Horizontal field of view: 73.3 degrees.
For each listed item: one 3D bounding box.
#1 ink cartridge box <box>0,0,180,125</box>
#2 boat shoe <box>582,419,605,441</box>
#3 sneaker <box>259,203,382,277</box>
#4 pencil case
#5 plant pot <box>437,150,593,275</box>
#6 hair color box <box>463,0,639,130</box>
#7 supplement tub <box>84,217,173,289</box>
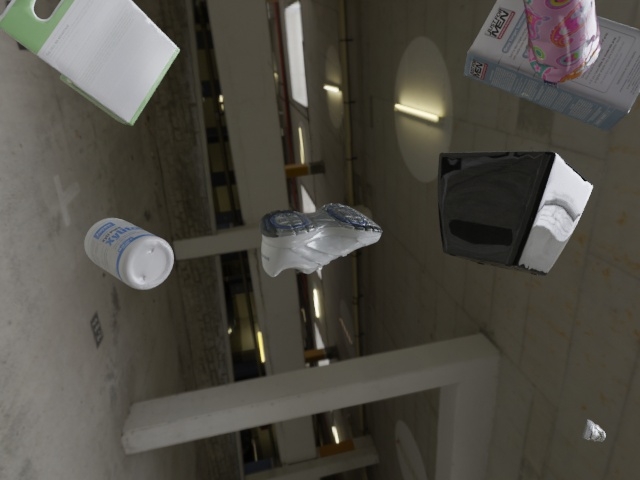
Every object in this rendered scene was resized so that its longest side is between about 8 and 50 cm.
[{"bbox_3d":[-0.361,-0.323,0.691,0.056,0.171,0.235,24,-9,35],"label":"ink cartridge box"},{"bbox_3d":[0.515,0.360,0.807,0.100,0.035,0.035,33,74,-53],"label":"boat shoe"},{"bbox_3d":[0.000,0.000,0.909,0.111,0.296,0.130,48,-46,45],"label":"sneaker"},{"bbox_3d":[0.381,-0.377,0.694,0.284,0.124,0.124,28,43,-54],"label":"pencil case"},{"bbox_3d":[0.306,-0.039,0.716,0.187,0.188,0.167,13,-90,49],"label":"plant pot"},{"bbox_3d":[0.560,-0.432,1.024,0.186,0.374,0.113,-61,165,-1],"label":"hair color box"},{"bbox_3d":[-0.249,0.016,0.559,0.107,0.071,0.071,19,-53,34],"label":"supplement tub"}]
